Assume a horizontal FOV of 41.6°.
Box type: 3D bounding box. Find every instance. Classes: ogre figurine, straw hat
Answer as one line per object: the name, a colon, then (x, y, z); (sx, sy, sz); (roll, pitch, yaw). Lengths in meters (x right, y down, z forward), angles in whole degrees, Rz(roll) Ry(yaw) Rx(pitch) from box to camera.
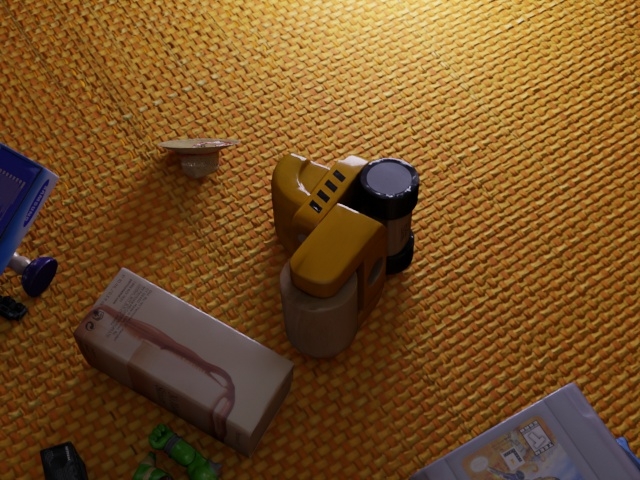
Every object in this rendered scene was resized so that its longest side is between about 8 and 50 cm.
ogre figurine: (-0.212, 0.369, 1.178); (0.118, 0.096, 0.197); (12, 48, 13)
straw hat: (-0.211, -0.141, 1.475); (0.145, 0.144, 0.061); (-4, 104, -9)

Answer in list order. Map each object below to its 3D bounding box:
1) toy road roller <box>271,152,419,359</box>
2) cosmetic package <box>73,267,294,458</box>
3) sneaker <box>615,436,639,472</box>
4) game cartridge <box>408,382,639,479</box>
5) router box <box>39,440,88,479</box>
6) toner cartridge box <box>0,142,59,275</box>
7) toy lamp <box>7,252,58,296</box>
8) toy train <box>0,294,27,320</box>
toy road roller: (0.000, 0.000, 1.354); (0.241, 0.202, 0.329); (24, 55, 21)
cosmetic package: (-0.198, 0.183, 1.250); (0.296, 0.153, 0.129); (27, 63, 10)
sneaker: (0.502, 0.388, 1.260); (0.082, 0.069, 0.209); (-33, 69, -19)
game cartridge: (0.304, 0.360, 1.228); (0.297, 0.062, 0.198); (-29, 59, -8)
router box: (-0.328, 0.376, 1.137); (0.046, 0.133, 0.179); (-15, 64, -14)
toner cartridge box: (-0.562, 0.008, 1.276); (0.165, 0.075, 0.347); (29, 84, 6)
toy lamp: (-0.558, -0.002, 1.355); (0.275, 0.080, 0.080); (30, 62, 8)
toy train: (-0.537, 0.084, 1.338); (0.158, 0.027, 0.036); (29, 73, 9)
